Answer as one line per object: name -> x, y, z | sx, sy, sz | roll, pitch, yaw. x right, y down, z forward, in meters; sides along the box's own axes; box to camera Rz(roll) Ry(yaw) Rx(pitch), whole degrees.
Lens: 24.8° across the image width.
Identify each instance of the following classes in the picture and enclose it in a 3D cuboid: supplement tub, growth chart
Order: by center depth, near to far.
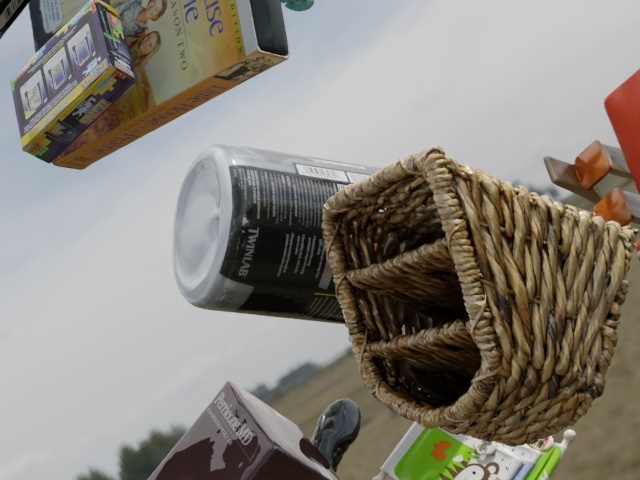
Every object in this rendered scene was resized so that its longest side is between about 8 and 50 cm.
supplement tub -> 0.000, 0.000, 1.711 | 0.316, 0.193, 0.193 | 8, -25, -26
growth chart -> 0.190, 0.287, 1.855 | 0.237, 0.021, 0.172 | 13, 62, 39

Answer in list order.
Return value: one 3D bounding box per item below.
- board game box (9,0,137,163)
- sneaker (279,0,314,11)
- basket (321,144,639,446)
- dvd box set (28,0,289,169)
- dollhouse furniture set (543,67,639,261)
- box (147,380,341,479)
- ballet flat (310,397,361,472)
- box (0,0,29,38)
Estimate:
board game box -> -0.315, -0.203, 1.841 | 0.170, 0.141, 0.048 | -39, -42, 22
sneaker -> -0.040, -0.356, 1.712 | 0.065, 0.166, 0.076 | -9, 22, 39
basket -> 0.115, 0.067, 1.363 | 0.299, 0.223, 0.213 | -20, 52, 68
dvd box set -> -0.226, -0.302, 1.892 | 0.420, 0.307, 0.062 | -21, -17, 40
dollhouse furniture set -> 0.367, -0.081, 1.543 | 0.135, 0.259, 0.262 | 19, -49, -35
box -> -0.154, 0.379, 1.740 | 0.381, 0.143, 0.191 | -50, 29, 1
ballet flat -> 0.007, 0.271, 1.906 | 0.049, 0.057, 0.173 | -50, 5, 43
box -> -0.461, -0.366, 1.657 | 0.296, 0.294, 0.183 | -55, 6, -7
